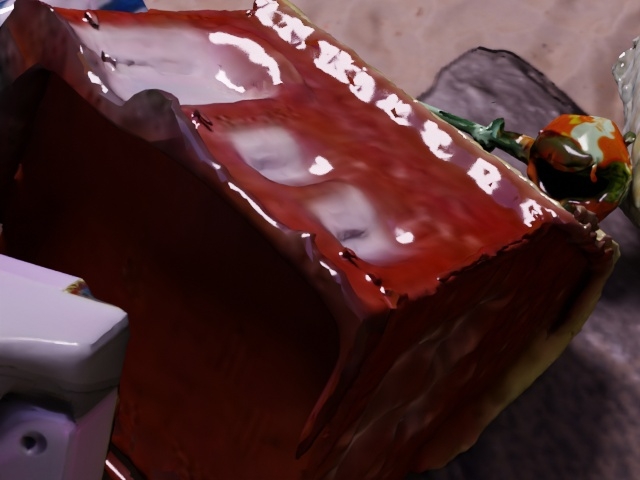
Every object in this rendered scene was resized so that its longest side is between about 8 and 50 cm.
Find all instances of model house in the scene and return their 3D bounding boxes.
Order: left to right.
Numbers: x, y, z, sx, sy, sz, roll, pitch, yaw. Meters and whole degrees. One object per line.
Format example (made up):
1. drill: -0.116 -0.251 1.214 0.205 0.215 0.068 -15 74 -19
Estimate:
1. model house: 0.000 0.000 0.505 0.196 0.160 0.254 39 31 26

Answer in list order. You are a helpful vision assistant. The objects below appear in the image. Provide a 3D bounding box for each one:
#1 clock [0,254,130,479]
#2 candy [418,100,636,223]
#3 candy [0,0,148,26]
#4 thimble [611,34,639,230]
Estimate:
1. clock: -0.195 0.083 0.410 0.253 0.187 0.083 15 17 10
2. candy: 0.086 -0.056 0.609 0.049 0.056 0.184 8 15 -44
3. candy: -0.145 -0.087 0.572 0.092 0.073 0.160 -30 19 -23
4. thimble: 0.237 -0.061 0.577 0.190 0.137 0.144 0 48 21
